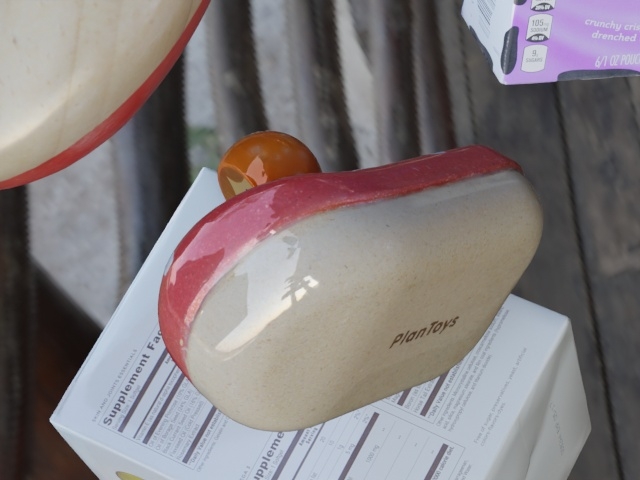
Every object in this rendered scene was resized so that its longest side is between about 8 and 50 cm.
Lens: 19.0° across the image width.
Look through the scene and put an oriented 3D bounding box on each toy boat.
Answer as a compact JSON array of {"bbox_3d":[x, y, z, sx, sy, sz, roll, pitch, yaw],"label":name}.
[{"bbox_3d":[0.000,0.000,1.023,0.151,0.231,0.151,44,123,24],"label":"toy boat"}]

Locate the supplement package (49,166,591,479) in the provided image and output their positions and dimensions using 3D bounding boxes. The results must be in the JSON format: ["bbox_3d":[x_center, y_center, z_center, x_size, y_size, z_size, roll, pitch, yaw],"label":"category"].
[{"bbox_3d":[0.009,0.119,1.233,0.263,0.199,0.198,23,71,22],"label":"supplement package"}]

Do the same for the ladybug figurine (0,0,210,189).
[{"bbox_3d":[-0.168,-0.217,1.093,0.305,0.162,0.449,4,73,21],"label":"ladybug figurine"}]

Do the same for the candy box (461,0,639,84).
[{"bbox_3d":[0.166,-0.179,0.926,0.165,0.196,0.070,-5,38,-13],"label":"candy box"}]
